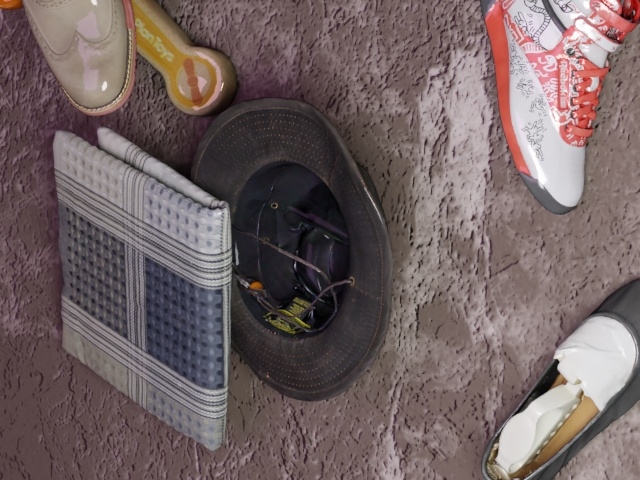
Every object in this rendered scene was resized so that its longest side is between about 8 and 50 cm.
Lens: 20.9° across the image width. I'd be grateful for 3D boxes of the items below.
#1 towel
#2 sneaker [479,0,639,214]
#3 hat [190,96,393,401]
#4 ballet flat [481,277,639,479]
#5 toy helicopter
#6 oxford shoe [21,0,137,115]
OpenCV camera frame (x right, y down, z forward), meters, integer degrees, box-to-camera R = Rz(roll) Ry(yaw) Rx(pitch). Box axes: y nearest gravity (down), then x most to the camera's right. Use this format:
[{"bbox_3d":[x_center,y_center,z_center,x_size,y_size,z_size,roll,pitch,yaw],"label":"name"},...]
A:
[{"bbox_3d":[-0.203,0.047,2.006,0.324,0.056,0.312,28,126,43],"label":"towel"},{"bbox_3d":[0.255,-0.171,1.738,0.145,0.090,0.270,-19,77,35],"label":"sneaker"},{"bbox_3d":[0.000,0.000,1.887,0.331,0.134,0.331,16,113,43],"label":"hat"},{"bbox_3d":[0.256,0.154,1.735,0.095,0.096,0.280,44,113,26],"label":"ballet flat"},{"bbox_3d":[-0.222,-0.292,2.061,0.355,0.140,0.235,45,105,14],"label":"toy helicopter"},{"bbox_3d":[-0.303,-0.308,1.946,0.123,0.130,0.348,-20,83,12],"label":"oxford shoe"}]
